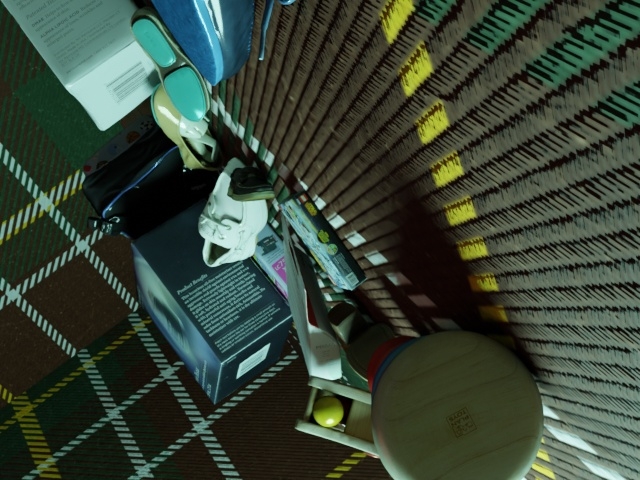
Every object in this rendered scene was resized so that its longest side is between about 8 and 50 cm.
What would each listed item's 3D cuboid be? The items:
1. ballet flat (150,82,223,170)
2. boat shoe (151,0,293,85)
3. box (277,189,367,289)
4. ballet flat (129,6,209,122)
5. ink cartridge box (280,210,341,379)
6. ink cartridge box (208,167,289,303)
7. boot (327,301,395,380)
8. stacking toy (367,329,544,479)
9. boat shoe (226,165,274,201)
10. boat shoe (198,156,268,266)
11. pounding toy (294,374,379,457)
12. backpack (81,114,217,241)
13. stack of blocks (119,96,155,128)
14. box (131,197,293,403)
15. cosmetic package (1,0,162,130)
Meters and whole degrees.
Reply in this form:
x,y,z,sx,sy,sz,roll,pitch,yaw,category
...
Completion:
x,y,z,sx,sy,sz,roll,pitch,yaw,category
-0.204,-0.181,1.314,0.073,0.080,0.232,21,165,14,ballet flat
-0.054,-0.173,0.468,0.109,0.089,0.258,51,167,7,boat shoe
0.000,0.000,1.036,0.137,0.027,0.094,55,170,-7,box
-0.196,-0.240,1.097,0.052,0.057,0.168,-89,-24,-56,ballet flat
-0.015,0.080,1.242,0.225,0.056,0.181,90,166,-45,ink cartridge box
-0.118,0.006,1.574,0.311,0.065,0.186,52,171,21,ink cartridge box
0.091,0.180,1.147,0.152,0.073,0.197,56,179,-29,boot
0.100,0.151,0.800,0.141,0.141,0.330,53,175,0,stacking toy
-0.106,-0.083,1.179,0.152,0.056,0.049,-166,72,-66,boat shoe
-0.157,-0.030,1.363,0.098,0.096,0.277,50,155,20,boat shoe
0.094,0.296,1.126,0.269,0.155,0.154,16,173,6,pounding toy
-0.352,-0.112,1.723,0.213,0.276,0.263,53,179,32,backpack
-0.487,-0.368,1.934,0.297,0.087,0.171,51,171,11,stack of blocks
-0.222,0.130,1.616,0.294,0.182,0.296,51,156,15,box
-0.402,-0.383,1.220,0.385,0.156,0.217,51,173,6,cosmetic package
